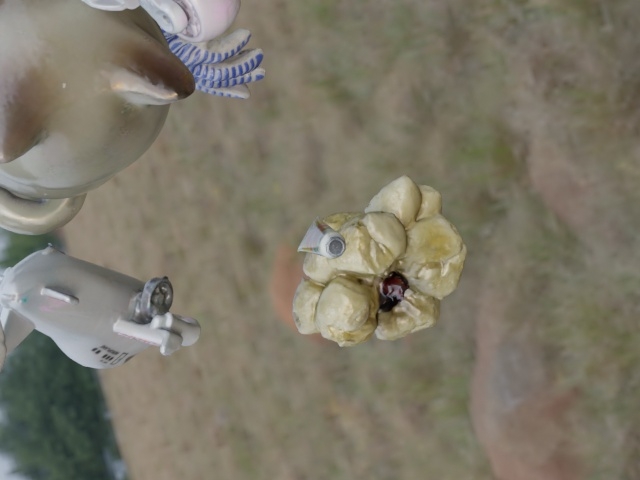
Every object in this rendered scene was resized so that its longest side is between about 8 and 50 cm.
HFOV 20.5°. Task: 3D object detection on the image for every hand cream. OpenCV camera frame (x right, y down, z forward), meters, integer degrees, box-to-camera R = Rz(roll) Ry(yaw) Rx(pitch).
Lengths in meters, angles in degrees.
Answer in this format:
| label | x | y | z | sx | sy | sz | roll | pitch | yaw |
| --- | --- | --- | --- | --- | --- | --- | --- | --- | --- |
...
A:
| label | x | y | z | sx | sy | sz | roll | pitch | yaw |
| --- | --- | --- | --- | --- | --- | --- | --- | --- | --- |
| hand cream | 0.000 | 0.000 | 1.440 | 0.035 | 0.022 | 0.102 | -63 | 16 | 0 |

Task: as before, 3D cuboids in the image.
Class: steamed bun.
| label | x | y | z | sx | sy | sz | roll | pitch | yaw |
| --- | --- | --- | --- | --- | --- | --- | --- | --- | --- |
| steamed bun | 0.074 | 0.029 | 1.872 | 0.106 | 0.177 | 0.192 | 35 | 118 | 36 |

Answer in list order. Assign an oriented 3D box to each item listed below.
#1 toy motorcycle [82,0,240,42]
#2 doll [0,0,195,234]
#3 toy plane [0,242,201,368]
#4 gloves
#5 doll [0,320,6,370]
| label | x | y | z | sx | sy | sz | roll | pitch | yaw |
| --- | --- | --- | --- | --- | --- | --- | --- | --- | --- |
| toy motorcycle | -0.168 | -0.253 | 1.451 | 0.254 | 0.112 | 0.112 | 36 | 154 | 25 |
| doll | -0.251 | -0.145 | 1.642 | 0.370 | 0.215 | 0.226 | 147 | 107 | -75 |
| toy plane | -0.247 | 0.072 | 1.828 | 0.252 | 0.252 | 0.118 | -177 | 102 | -81 |
| gloves | -0.144 | -0.227 | 1.871 | 0.229 | 0.097 | 0.119 | 43 | -169 | -33 |
| doll | -0.435 | 0.122 | 1.668 | 0.271 | 0.208 | 0.144 | -25 | 78 | 55 |
